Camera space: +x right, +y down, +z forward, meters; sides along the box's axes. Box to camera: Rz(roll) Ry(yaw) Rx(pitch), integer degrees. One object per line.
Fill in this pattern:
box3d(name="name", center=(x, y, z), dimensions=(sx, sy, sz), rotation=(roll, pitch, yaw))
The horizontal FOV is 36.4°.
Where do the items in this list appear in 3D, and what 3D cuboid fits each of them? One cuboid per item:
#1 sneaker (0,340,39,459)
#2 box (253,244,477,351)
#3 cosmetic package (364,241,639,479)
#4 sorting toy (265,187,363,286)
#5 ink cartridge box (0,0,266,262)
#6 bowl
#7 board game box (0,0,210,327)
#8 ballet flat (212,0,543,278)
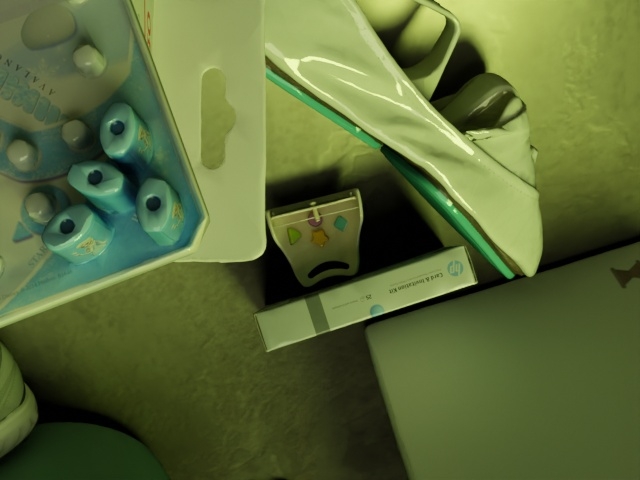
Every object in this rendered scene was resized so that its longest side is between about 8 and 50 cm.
box3d(name="sneaker", center=(-0.353, 0.182, 0.820), dimensions=(0.100, 0.271, 0.108), rotation=(12, 127, 21))
box3d(name="box", center=(0.038, 0.049, 0.875), dimensions=(0.186, 0.145, 0.038), rotation=(-19, 89, 0))
box3d(name="cosmetic package", center=(0.267, 0.275, 0.989), dimensions=(0.327, 0.329, 0.393), rotation=(-17, 130, 0))
box3d(name="sorting toy", center=(0.000, 0.000, 0.856), dimensions=(0.083, 0.045, 0.075), rotation=(-14, 92, -3))
box3d(name="ink cartridge box", center=(-0.213, -0.086, 0.590), dimensions=(0.354, 0.207, 0.119), rotation=(-1, 171, 2))
box3d(name="bowl", center=(-0.265, 0.300, 0.978), dimensions=(0.312, 0.163, 0.311), rotation=(-8, 130, -9))
box3d(name="board game box", center=(-0.304, -0.112, 0.512), dimensions=(0.390, 0.390, 0.050), rotation=(-21, 171, 0))
box3d(name="ballet flat", center=(0.084, -0.106, 0.770), dimensions=(0.139, 0.139, 0.400), rotation=(-41, 124, 19))
